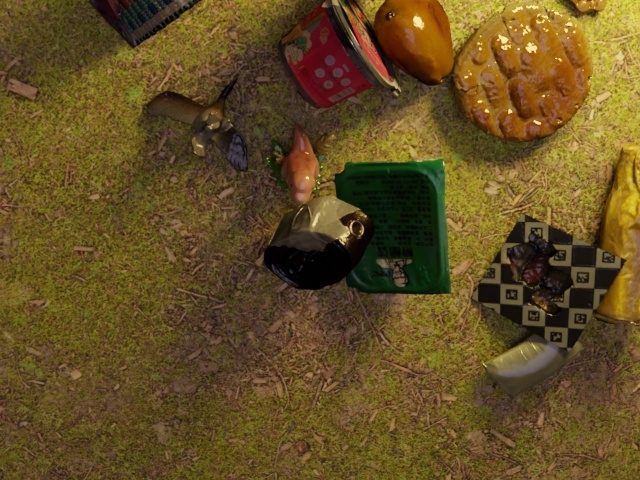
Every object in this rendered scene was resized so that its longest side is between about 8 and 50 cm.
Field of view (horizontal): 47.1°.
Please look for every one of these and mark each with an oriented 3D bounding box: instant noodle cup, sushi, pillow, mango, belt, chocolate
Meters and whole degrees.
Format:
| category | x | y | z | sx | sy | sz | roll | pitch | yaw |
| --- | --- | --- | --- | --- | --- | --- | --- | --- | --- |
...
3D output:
| category | x | y | z | sx | sy | sz | roll | pitch | yaw |
| --- | --- | --- | --- | --- | --- | --- | --- | --- | --- |
| instant noodle cup | 0.023 | -0.402 | 1.602 | 0.182 | 0.258 | 0.302 | -28 | 106 | 20 |
| sushi | 0.582 | 0.098 | 1.887 | 0.292 | 0.059 | 0.294 | 28 | 116 | 6 |
| pillow | 0.571 | 0.309 | 1.969 | 0.254 | 0.078 | 0.144 | -37 | 99 | 7 |
| mango | 0.215 | -0.439 | 1.637 | 0.136 | 0.166 | 0.236 | -20 | 143 | 36 |
| belt | 0.000 | 0.000 | 1.722 | 0.184 | 0.164 | 0.289 | 45 | 144 | -16 |
| belt | -0.317 | -0.555 | 1.531 | 0.295 | 0.206 | 0.160 | -27 | 114 | 21 |
| chocolate | 0.770 | -0.015 | 1.828 | 0.162 | 0.162 | 0.445 | -4 | 108 | -3 |

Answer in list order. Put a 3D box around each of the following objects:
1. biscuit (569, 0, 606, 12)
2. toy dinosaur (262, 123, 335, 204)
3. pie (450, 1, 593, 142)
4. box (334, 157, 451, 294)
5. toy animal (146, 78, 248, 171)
| category | x | y | z | sx | sy | sz | roll | pitch | yaw |
| --- | --- | --- | --- | --- | --- | --- | --- | --- | --- |
| biscuit | 0.625 | -0.644 | 1.660 | 0.184 | 0.035 | 0.248 | 18 | 108 | -10 |
| toy dinosaur | -0.059 | -0.171 | 1.685 | 0.152 | 0.177 | 0.194 | 15 | 81 | -6 |
| pie | 0.472 | -0.386 | 1.718 | 0.340 | 0.083 | 0.339 | -2 | 107 | -5 |
| box | 0.184 | -0.040 | 1.779 | 0.264 | 0.106 | 0.336 | 1 | 112 | 19 |
| toy animal | -0.235 | -0.275 | 1.675 | 0.273 | 0.160 | 0.197 | 36 | 101 | -22 |
